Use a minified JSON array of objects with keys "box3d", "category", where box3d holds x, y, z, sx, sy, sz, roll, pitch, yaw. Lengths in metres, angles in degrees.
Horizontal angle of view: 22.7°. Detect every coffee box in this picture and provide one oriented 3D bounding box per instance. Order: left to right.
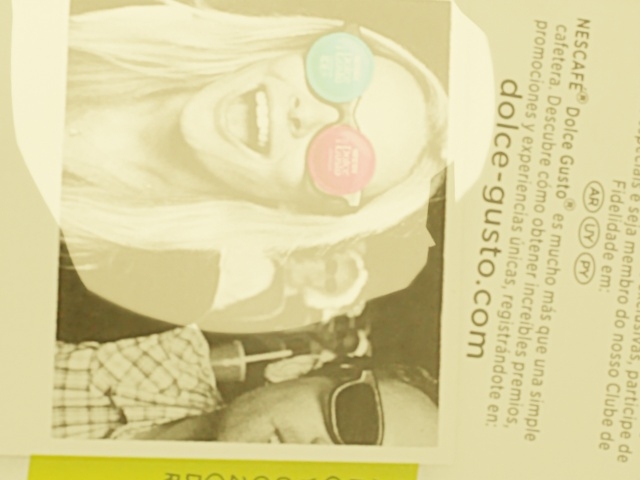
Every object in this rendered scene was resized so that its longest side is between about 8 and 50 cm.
[{"box3d":[0.011,0.087,0.642,0.337,0.334,0.338,164,113,-81],"category":"coffee box"}]
